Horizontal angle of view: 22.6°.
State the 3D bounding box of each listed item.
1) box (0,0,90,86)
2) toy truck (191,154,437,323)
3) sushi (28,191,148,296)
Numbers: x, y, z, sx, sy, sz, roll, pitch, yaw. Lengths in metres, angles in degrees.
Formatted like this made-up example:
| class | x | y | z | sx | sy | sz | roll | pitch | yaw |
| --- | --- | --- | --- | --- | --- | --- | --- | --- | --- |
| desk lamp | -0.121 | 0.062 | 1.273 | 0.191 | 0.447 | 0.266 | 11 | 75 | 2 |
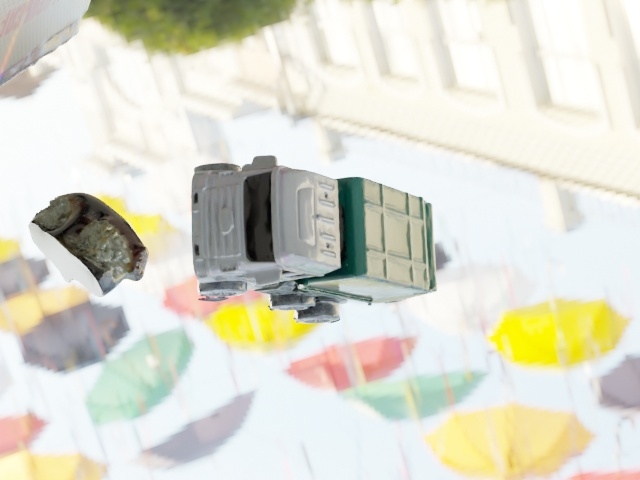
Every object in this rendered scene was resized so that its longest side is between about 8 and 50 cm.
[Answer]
| class | x | y | z | sx | sy | sz | roll | pitch | yaw |
| --- | --- | --- | --- | --- | --- | --- | --- | --- | --- |
| box | -0.254 | -0.158 | 0.647 | 0.310 | 0.084 | 0.198 | 25 | -156 | 2 |
| toy truck | 0.000 | 0.000 | 1.275 | 0.124 | 0.114 | 0.253 | -8 | 169 | 27 |
| sushi | -0.137 | 0.003 | 0.973 | 0.046 | 0.044 | 0.083 | -36 | -129 | -24 |
